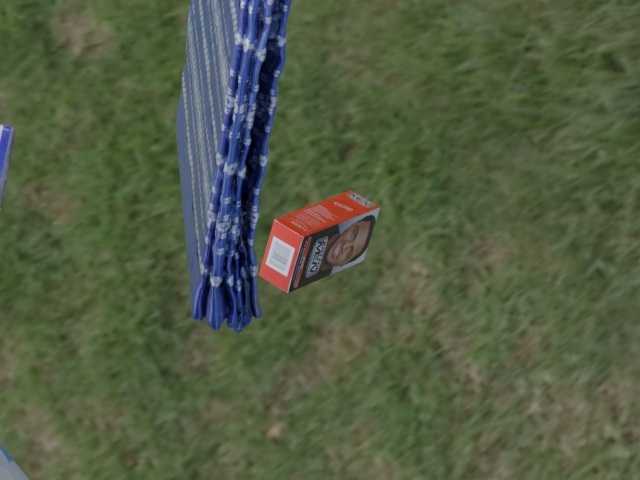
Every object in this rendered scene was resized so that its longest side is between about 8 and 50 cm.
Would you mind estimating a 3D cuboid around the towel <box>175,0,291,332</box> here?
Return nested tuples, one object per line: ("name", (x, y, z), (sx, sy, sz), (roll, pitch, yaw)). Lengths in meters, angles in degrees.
("towel", (-0.041, -0.145, 1.007), (0.040, 0.243, 0.336), (4, 125, -11))

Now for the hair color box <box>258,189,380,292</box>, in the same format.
("hair color box", (0.000, 0.000, 1.909), (0.043, 0.141, 0.072), (31, 121, 26))

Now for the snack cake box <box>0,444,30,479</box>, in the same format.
("snack cake box", (-0.202, 0.218, 0.747), (0.264, 0.089, 0.152), (-36, 101, 9))

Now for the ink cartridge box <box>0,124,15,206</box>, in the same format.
("ink cartridge box", (-0.314, 0.072, 0.939), (0.307, 0.072, 0.303), (9, 83, 15))
